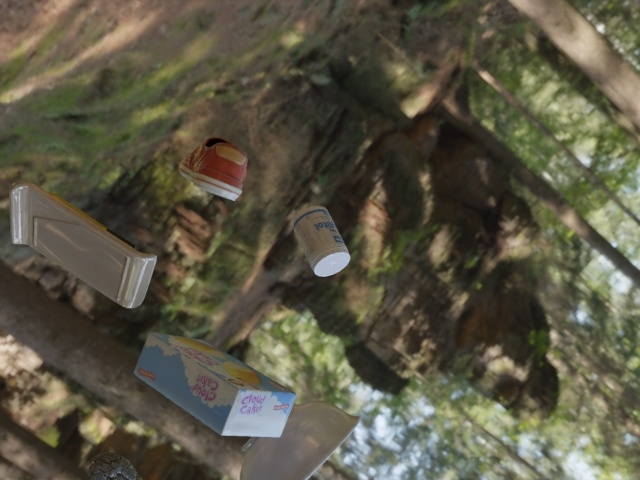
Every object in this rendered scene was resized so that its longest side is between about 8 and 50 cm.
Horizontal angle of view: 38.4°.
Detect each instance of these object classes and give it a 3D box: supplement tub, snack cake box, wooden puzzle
[{"bbox_3d":[0.000,0.000,1.580,0.071,0.071,0.107,-43,-124,25],"label":"supplement tub"},{"bbox_3d":[-0.193,0.259,1.655,0.264,0.152,0.089,23,-87,40],"label":"snack cake box"},{"bbox_3d":[-0.375,0.007,1.452,0.044,0.239,0.221,-63,-176,-29],"label":"wooden puzzle"}]

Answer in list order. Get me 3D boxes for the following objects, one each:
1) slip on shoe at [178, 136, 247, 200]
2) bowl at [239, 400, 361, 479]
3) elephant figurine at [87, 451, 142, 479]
[{"bbox_3d":[-0.197,-0.144,1.758,0.331,0.123,0.101,-150,-99,-76],"label":"slip on shoe"},{"bbox_3d":[-0.066,0.421,1.863,0.298,0.134,0.298,-44,174,-6],"label":"bowl"},{"bbox_3d":[-0.117,0.328,0.956,0.186,0.239,0.169,-16,-143,-19],"label":"elephant figurine"}]
